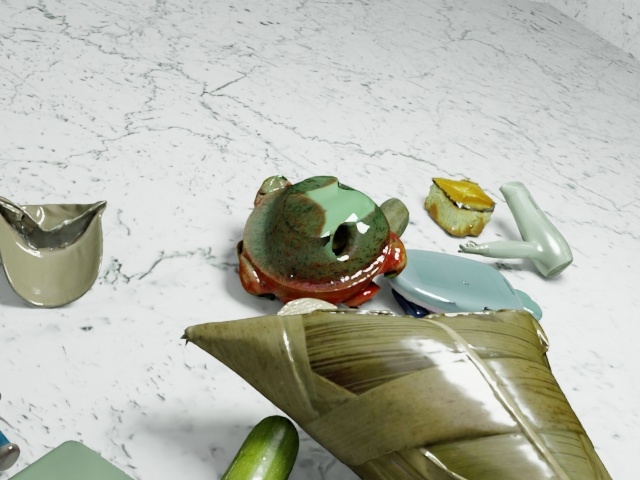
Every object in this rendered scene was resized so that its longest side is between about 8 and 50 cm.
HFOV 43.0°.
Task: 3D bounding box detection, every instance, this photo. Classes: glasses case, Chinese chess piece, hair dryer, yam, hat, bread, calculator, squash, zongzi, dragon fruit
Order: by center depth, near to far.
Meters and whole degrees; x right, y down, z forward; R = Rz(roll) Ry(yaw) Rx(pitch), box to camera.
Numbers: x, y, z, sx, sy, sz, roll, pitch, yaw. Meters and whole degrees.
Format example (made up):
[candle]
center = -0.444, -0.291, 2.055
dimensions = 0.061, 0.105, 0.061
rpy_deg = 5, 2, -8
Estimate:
[zongzi]
center = 0.096, 0.282, 0.875
dimensions = 0.467, 0.218, 0.500
rpy_deg = 1, 37, -15
[squash]
center = -0.080, 0.280, 0.909
dimensions = 0.069, 0.069, 0.239
rpy_deg = 23, 32, 8
[Chinese chess piece]
center = -0.014, 0.140, 1.155
dimensions = 0.122, 0.051, 0.122
rpy_deg = 9, 45, -9
[hat]
center = -0.400, 0.017, 1.178
dimensions = 0.166, 0.144, 0.173
rpy_deg = 4, 78, -24
[dragon fruit]
center = 0.000, 0.000, 1.299
dimensions = 0.268, 0.130, 0.295
rpy_deg = 26, 42, 28
[glasses case]
center = 0.145, 0.105, 1.329
dimensions = 0.033, 0.023, 0.083
rpy_deg = 3, 32, -35
[calculator]
center = 0.245, 0.080, 1.381
dimensions = 0.299, 0.041, 0.185
rpy_deg = 13, 27, -17
[yam]
center = 0.120, -0.024, 1.479
dimensions = 0.070, 0.069, 0.146
rpy_deg = 25, 32, 12
[hair dryer]
center = 0.342, -0.016, 1.529
dimensions = 0.237, 0.075, 0.206
rpy_deg = -9, 60, -30
[bread]
center = 0.284, -0.069, 1.623
dimensions = 0.128, 0.069, 0.140
rpy_deg = 0, 33, -28

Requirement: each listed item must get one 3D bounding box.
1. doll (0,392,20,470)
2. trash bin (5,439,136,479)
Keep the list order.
[doll]
center = -0.395, 0.197, 0.875
dimensions = 0.152, 0.085, 0.114
rpy_deg = 38, 48, 13
[trash bin]
center = -0.260, 0.335, 0.651
dimensions = 0.223, 0.158, 0.343
rpy_deg = 29, 33, 17
